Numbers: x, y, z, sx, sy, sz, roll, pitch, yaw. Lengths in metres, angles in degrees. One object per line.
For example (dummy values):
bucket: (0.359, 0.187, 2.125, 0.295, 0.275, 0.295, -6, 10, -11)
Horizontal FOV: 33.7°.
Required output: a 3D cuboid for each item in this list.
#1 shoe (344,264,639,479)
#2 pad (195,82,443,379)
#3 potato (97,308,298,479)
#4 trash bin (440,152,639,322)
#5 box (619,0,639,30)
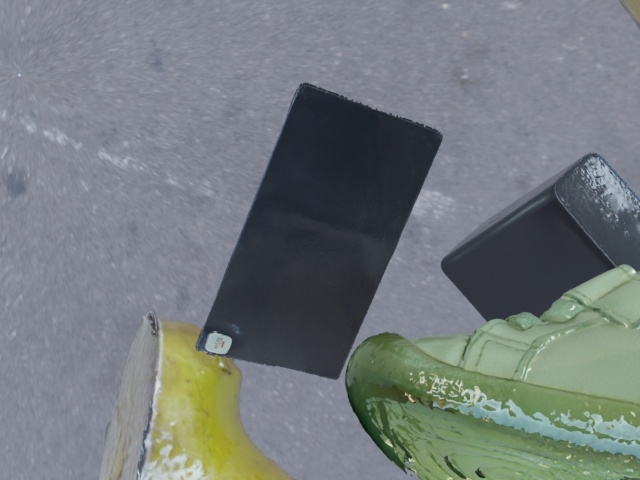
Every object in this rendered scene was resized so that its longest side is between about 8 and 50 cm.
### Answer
shoe: (0.146, 0.092, 0.531, 0.128, 0.262, 0.140, -57, 146, -41)
pad: (0.000, 0.000, 0.704, 0.116, 0.004, 0.193, 16, 103, -29)
potato: (-0.088, 0.304, 1.119, 0.296, 0.290, 0.397, 14, 60, -17)
trash bin: (0.271, 0.021, 1.215, 0.115, 0.225, 0.165, -38, 86, -32)
box: (0.125, -0.105, 0.299, 0.041, 0.279, 0.153, -42, 108, 6)
